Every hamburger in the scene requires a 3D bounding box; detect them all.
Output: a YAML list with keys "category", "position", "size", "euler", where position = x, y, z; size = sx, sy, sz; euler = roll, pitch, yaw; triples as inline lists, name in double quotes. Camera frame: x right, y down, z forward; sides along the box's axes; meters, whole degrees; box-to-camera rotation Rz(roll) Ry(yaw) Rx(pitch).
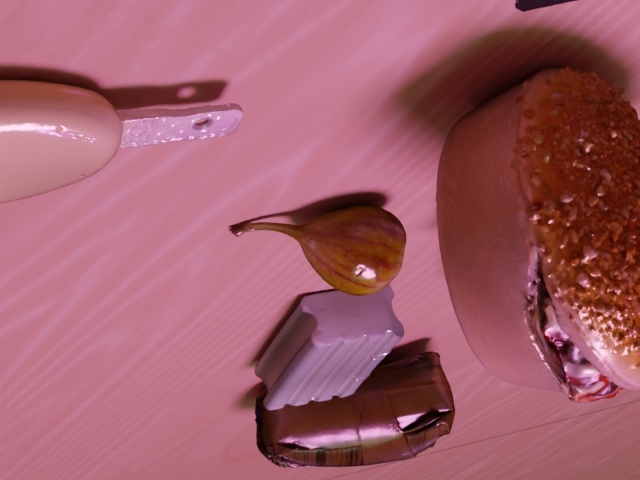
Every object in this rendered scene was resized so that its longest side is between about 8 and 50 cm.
- category: "hamburger"
  position: [0.224, -0.005, 1.359]
  size: [0.170, 0.302, 0.302]
  euler: [-10, 164, 30]

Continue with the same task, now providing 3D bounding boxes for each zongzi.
- category: "zongzi"
  position: [0.042, 0.247, 2.051]
  size: [0.260, 0.123, 0.289]
  euler: [-11, 162, -5]

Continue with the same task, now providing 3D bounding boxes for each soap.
- category: "soap"
  position: [0.009, 0.124, 1.791]
  size: [0.119, 0.066, 0.198]
  euler: [-9, 157, -24]

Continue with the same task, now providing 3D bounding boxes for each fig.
- category: "fig"
  position: [0.005, 0.014, 1.495]
  size: [0.166, 0.093, 0.093]
  euler: [-6, 156, -30]

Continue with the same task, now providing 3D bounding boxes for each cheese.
- category: "cheese"
  position: [-0.178, -0.080, 1.182]
  size: [0.251, 0.054, 0.127]
  euler: [-8, 156, -25]

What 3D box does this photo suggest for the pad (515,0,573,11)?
- category: "pad"
  position: [0.234, -0.222, 1.221]
  size: [0.157, 0.003, 0.112]
  euler: [-13, 157, -13]
